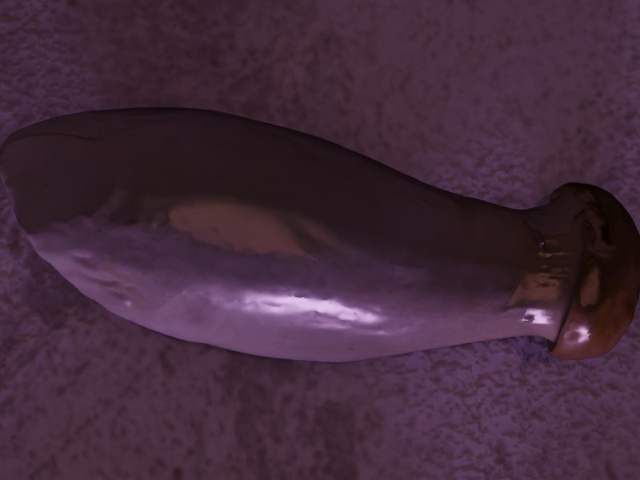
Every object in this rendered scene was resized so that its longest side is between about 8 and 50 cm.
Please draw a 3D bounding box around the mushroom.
[{"bbox_3d":[0.000,0.000,1.053,0.350,0.128,0.128,7,85,-5],"label":"mushroom"}]
